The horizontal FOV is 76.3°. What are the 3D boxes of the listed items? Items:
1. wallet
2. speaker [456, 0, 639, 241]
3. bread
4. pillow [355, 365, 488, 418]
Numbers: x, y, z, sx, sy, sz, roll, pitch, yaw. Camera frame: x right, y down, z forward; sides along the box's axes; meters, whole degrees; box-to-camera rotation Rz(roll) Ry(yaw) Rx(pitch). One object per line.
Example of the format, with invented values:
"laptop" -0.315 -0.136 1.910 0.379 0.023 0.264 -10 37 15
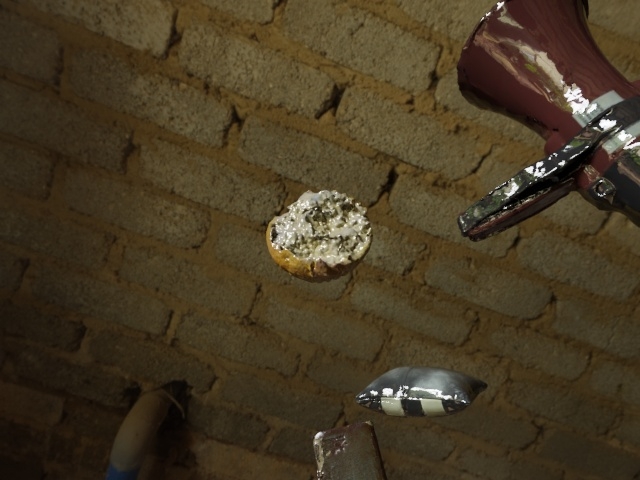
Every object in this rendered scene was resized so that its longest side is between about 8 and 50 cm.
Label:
"wallet" 0.062 0.439 0.690 0.122 0.031 0.232 -13 62 -2
"speaker" 0.284 -0.148 0.512 0.260 0.198 0.329 -14 54 6
"bread" 0.000 0.000 1.035 0.275 0.149 0.273 -4 49 4
"pillow" 0.227 0.335 0.908 0.250 0.105 0.186 -12 -12 29
